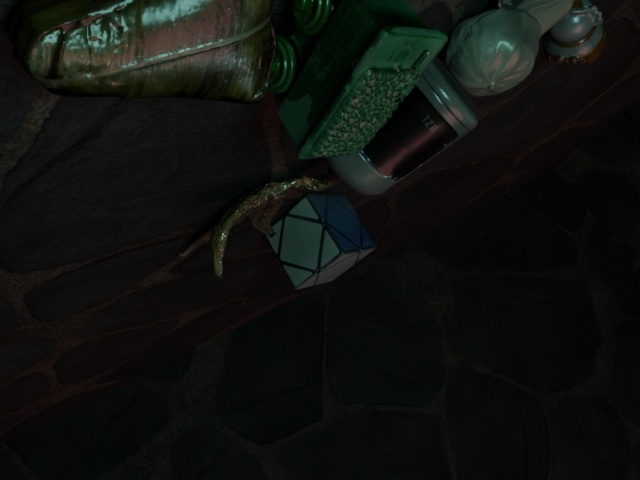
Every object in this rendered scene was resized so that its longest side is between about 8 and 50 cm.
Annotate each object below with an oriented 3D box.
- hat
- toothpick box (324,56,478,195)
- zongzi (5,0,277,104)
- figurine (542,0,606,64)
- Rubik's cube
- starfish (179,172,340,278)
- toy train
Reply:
[{"bbox_3d":[0.392,-0.407,1.068,0.275,0.161,0.232,-33,169,-3],"label":"hat"},{"bbox_3d":[0.133,-0.232,1.071,0.316,0.229,0.229,-36,164,26],"label":"toothpick box"},{"bbox_3d":[-0.160,-0.279,0.531,0.286,0.134,0.288,-13,144,-36],"label":"zongzi"},{"bbox_3d":[0.586,-0.486,1.220,0.143,0.143,0.271,-39,164,30],"label":"figurine"},{"bbox_3d":[0.000,0.000,1.526,0.207,0.205,0.205,-40,163,28],"label":"Rubik's cube"},{"bbox_3d":[-0.137,-0.055,1.258,0.398,0.132,0.384,-35,178,-38],"label":"starfish"},{"bbox_3d":[0.025,-0.261,0.750,0.145,0.202,0.266,-15,156,-40],"label":"toy train"}]
